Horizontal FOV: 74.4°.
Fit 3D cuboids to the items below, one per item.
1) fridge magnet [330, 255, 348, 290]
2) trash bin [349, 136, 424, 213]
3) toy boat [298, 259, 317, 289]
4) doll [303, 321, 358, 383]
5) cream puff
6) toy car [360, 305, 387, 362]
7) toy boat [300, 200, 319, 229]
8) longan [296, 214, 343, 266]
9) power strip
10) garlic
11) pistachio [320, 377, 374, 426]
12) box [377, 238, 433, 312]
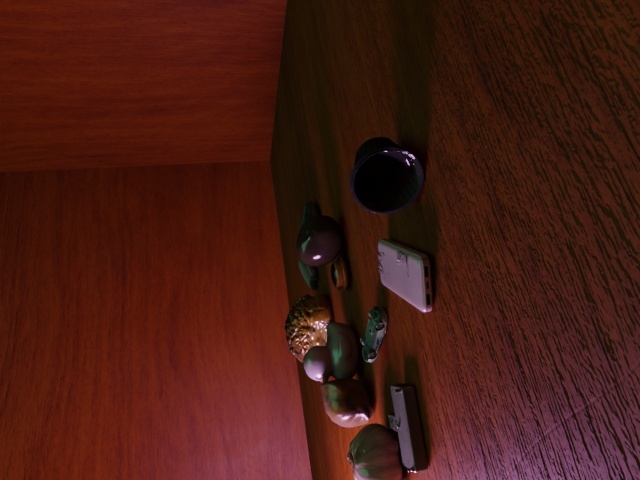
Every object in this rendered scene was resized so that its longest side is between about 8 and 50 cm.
[{"bbox_3d":[0.079,0.135,1.710,0.143,0.062,0.143,173,90,-80],"label":"fridge magnet"},{"bbox_3d":[0.151,-0.178,1.052,0.161,0.175,0.176,-97,8,-57],"label":"trash bin"},{"bbox_3d":[-0.055,0.175,2.360,0.208,0.078,0.134,-123,21,-44],"label":"toy boat"},{"bbox_3d":[0.036,0.449,1.665,0.221,0.220,0.251,121,154,-69],"label":"doll"},{"bbox_3d":[-0.059,0.433,2.078,0.343,0.230,0.327,98,166,-45],"label":"cream puff"},{"bbox_3d":[0.175,0.301,1.350,0.093,0.058,0.186,-124,44,-67],"label":"toy car"},{"bbox_3d":[-0.037,-0.044,2.136,0.330,0.123,0.215,-92,14,-50],"label":"toy boat"},{"bbox_3d":[0.000,0.000,1.727,0.197,0.196,0.220,-117,42,-60],"label":"longan"},{"bbox_3d":[0.229,0.514,1.179,0.145,0.061,0.216,129,135,-71],"label":"power strip"},{"bbox_3d":[0.168,0.695,1.322,0.228,0.152,0.228,178,90,-71],"label":"garlic"},{"bbox_3d":[0.091,0.609,1.574,0.212,0.163,0.261,36,147,18],"label":"pistachio"},{"bbox_3d":[0.216,0.082,1.114,0.285,0.044,0.142,-145,49,-74],"label":"box"}]
